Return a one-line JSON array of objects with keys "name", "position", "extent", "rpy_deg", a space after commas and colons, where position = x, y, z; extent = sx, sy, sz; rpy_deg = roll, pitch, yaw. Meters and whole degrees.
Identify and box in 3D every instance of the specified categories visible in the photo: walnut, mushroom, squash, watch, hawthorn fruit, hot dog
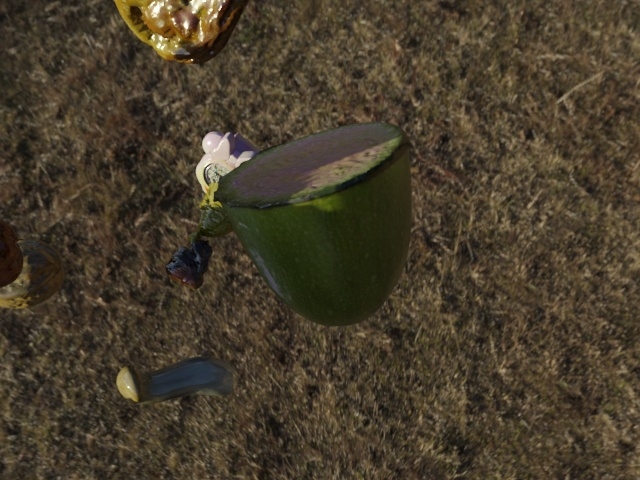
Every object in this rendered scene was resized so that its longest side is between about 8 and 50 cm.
[{"name": "walnut", "position": [-0.838, 0.094, 1.806], "extent": [0.245, 0.198, 0.198], "rpy_deg": [-10, 62, 0]}, {"name": "mushroom", "position": [-0.387, 0.382, 1.740], "extent": [0.329, 0.159, 0.122], "rpy_deg": [2, 56, -37]}, {"name": "squash", "position": [0.024, 0.010, 1.024], "extent": [0.310, 0.308, 0.310], "rpy_deg": [-15, 22, 6]}, {"name": "watch", "position": [-0.301, -0.280, 2.179], "extent": [0.211, 0.248, 0.217], "rpy_deg": [38, 35, -10]}, {"name": "hawthorn fruit", "position": [-0.723, 0.036, 1.322], "extent": [0.204, 0.162, 0.162], "rpy_deg": [-18, 62, -22]}, {"name": "hot dog", "position": [-0.174, -0.363, 0.848], "extent": [0.196, 0.272, 0.122], "rpy_deg": [33, 27, -5]}]

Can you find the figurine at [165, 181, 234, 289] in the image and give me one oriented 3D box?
[{"name": "figurine", "position": [-0.368, -0.007, 2.004], "extent": [0.168, 0.187, 0.315], "rpy_deg": [39, 71, -13]}]
